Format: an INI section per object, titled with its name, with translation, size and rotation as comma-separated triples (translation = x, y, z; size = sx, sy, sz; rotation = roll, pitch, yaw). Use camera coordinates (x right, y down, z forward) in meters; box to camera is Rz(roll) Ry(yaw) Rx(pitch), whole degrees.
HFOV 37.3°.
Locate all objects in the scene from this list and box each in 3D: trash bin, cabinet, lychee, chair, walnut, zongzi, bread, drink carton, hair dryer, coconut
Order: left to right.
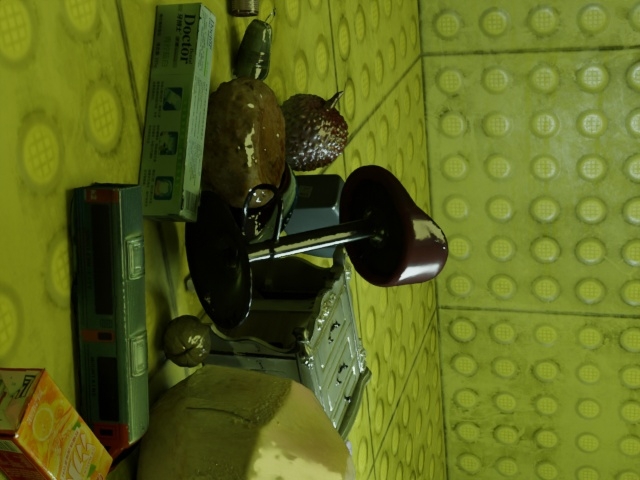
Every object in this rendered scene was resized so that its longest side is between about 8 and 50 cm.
[drink carton]
translation = -0.339, 0.255, 1.168
size = 0.223, 0.071, 0.096
rotation = 72, 25, -46
[walnut]
translation = -0.215, 0.162, 1.529
size = 0.092, 0.092, 0.092
rotation = 2, 90, -72
[hair dryer]
translation = -0.175, -0.505, 1.659
size = 0.220, 0.053, 0.195
rotation = -9, 100, -65
[bread]
translation = -0.141, -0.170, 1.658
size = 0.230, 0.123, 0.230
rotation = -1, 90, -73
[coconut]
translation = -0.114, 0.358, 1.445
size = 0.352, 0.352, 0.353
rotation = 2, 90, -72
[zongzi]
translation = -0.111, -0.374, 1.794
size = 0.130, 0.062, 0.154
rotation = -35, 142, -71
[cabinet]
translation = -0.058, 0.209, 1.776
size = 0.290, 0.227, 0.318
rotation = -61, 148, -53
[lychee]
translation = -0.019, -0.230, 1.950
size = 0.197, 0.165, 0.165
rotation = -52, 174, 22
[chair]
translation = 0.000, 0.000, 1.581
size = 0.401, 0.226, 0.227
rotation = -11, 105, -30
[trash bin]
translation = 0.002, -0.049, 2.029
size = 0.236, 0.176, 0.101
rotation = 52, 44, -57

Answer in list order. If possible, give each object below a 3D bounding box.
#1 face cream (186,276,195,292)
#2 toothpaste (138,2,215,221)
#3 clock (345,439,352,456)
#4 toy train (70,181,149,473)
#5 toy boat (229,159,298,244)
[face cream]
translation = -0.203, 0.054, 1.648
size = 0.115, 0.020, 0.038
rotation = -56, 143, -60
[toothpaste]
translation = -0.222, -0.198, 1.469
size = 0.067, 0.081, 0.337
rotation = 29, 64, -70
[clock]
translation = -0.033, 0.520, 2.067
size = 0.295, 0.113, 0.322
rotation = 72, 27, -46
[toy train]
translation = -0.283, 0.126, 1.308
size = 0.086, 0.089, 0.409
rotation = -29, 119, -75
[toy boat]
translation = -0.107, -0.053, 1.786
size = 0.262, 0.114, 0.115
rotation = -64, 155, -50
